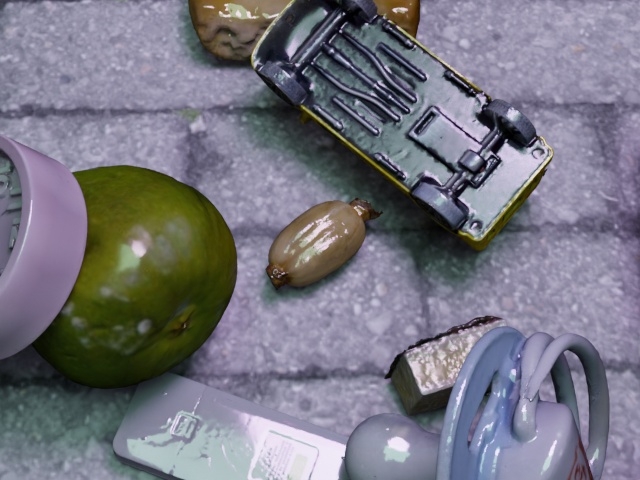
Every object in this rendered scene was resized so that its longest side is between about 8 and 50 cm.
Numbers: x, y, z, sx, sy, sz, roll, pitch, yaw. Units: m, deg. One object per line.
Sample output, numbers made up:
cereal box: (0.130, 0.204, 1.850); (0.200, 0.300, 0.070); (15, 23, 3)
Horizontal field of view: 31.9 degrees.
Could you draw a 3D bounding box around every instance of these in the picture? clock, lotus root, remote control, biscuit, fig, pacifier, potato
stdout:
clock: (-0.301, 0.005, 0.995); (0.197, 0.068, 0.197); (-14, 65, 30)
lotus root: (0.000, 0.000, 1.211); (0.150, 0.062, 0.073); (-36, 79, -19)
remote control: (-0.077, 0.212, 1.118); (0.250, 0.034, 0.103); (18, 64, 6)
biscuit: (-0.015, -0.307, 1.346); (0.274, 0.091, 0.213); (5, 66, 1)
fig: (-0.210, -0.001, 1.118); (0.233, 0.233, 0.314); (-16, 48, -11)
pacifier: (0.133, 0.202, 1.038); (0.233, 0.299, 0.244); (1, 43, 28)
potato: (0.134, 0.131, 1.145); (0.122, 0.086, 0.061); (-16, 63, -18)

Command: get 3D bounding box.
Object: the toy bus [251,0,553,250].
toy bus: (0.086, -0.138, 1.229); (0.330, 0.152, 0.144); (40, 87, 14)
